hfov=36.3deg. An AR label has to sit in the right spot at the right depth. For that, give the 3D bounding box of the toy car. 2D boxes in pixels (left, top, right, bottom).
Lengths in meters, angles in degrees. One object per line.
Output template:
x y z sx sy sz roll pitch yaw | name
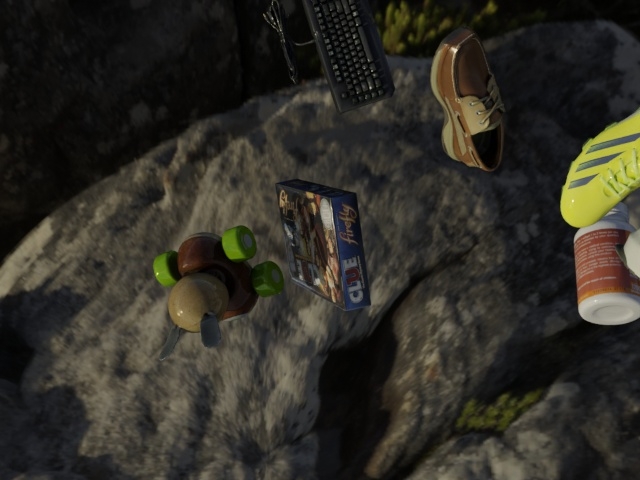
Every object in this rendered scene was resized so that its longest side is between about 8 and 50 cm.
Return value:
-0.160 0.094 1.381 0.155 0.149 0.188 -19 35 26 | toy car

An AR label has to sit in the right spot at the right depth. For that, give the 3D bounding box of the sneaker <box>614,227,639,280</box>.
0.498 0.021 1.024 0.158 0.410 0.182 8 107 -36 | sneaker

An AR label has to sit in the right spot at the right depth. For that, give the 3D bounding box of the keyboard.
0.006 -0.393 1.872 0.201 0.033 0.317 -19 79 9 | keyboard

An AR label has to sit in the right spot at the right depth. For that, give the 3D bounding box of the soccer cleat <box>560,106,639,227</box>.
0.446 -0.121 1.337 0.093 0.121 0.289 33 109 -29 | soccer cleat

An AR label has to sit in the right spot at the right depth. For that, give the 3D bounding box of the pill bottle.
0.538 0.038 1.823 0.121 0.121 0.216 5 63 -2 | pill bottle

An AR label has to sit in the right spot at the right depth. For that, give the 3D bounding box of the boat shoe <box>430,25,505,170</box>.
0.297 -0.258 1.841 0.122 0.324 0.120 -39 53 -14 | boat shoe

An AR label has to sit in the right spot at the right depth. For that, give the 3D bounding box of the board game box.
0.000 0.000 1.462 0.042 0.243 0.165 -13 102 -19 | board game box
